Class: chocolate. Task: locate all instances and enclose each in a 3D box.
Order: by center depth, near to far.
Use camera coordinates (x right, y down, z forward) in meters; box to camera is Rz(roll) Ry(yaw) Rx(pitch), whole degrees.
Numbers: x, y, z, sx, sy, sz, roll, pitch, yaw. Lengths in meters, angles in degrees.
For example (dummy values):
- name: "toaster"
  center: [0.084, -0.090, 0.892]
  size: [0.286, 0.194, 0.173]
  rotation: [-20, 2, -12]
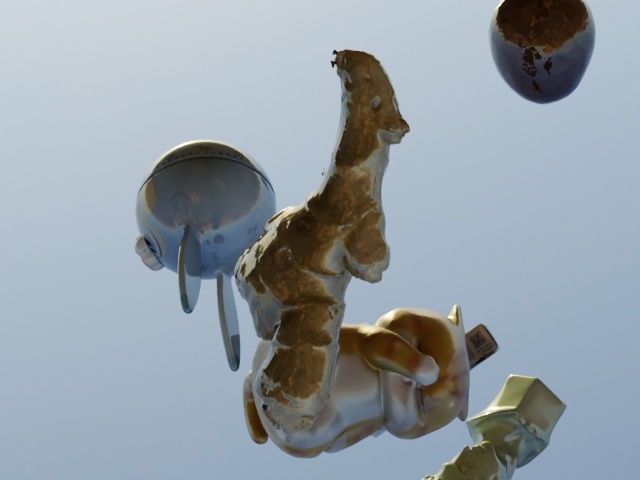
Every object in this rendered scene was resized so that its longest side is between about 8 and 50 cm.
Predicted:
- name: "chocolate"
  center: [0.322, -0.280, 1.849]
  size: [0.176, 0.177, 0.177]
  rotation: [-5, -145, 3]

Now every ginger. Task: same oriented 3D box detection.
- name: "ginger"
  center: [0.000, 0.000, 1.123]
  size: [0.081, 0.334, 0.148]
  rotation: [10, -160, -39]

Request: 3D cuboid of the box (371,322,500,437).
- name: "box"
  center: [0.136, 0.179, 1.644]
  size: [0.207, 0.050, 0.041]
  rotation: [-36, -103, 4]

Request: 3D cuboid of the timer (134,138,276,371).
- name: "timer"
  center: [-0.141, 0.006, 1.418]
  size: [0.175, 0.175, 0.256]
  rotation: [6, -123, 18]

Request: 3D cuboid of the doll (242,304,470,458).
- name: "doll"
  center: [0.048, 0.160, 1.487]
  size: [0.269, 0.167, 0.162]
  rotation: [-2, -168, -7]

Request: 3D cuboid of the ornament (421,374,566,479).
- name: "ornament"
  center: [0.244, 0.314, 1.828]
  size: [0.285, 0.130, 0.120]
  rotation: [-43, -167, -36]
